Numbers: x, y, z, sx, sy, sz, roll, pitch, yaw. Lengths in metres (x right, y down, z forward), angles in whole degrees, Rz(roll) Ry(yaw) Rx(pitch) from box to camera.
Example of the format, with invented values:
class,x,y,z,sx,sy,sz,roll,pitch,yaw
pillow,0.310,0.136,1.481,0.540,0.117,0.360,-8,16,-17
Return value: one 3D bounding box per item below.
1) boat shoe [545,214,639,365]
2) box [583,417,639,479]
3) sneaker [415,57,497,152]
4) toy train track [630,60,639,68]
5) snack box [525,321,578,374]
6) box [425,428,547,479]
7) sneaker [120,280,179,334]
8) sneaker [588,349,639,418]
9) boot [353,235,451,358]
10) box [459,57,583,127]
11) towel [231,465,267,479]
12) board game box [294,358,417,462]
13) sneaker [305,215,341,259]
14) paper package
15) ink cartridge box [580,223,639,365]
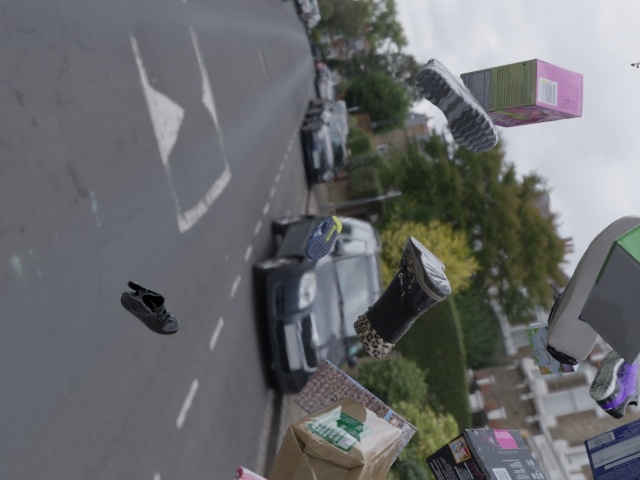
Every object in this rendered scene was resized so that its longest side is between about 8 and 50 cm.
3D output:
class,x,y,z,sx,sy,sz,roll,pitch,yaw
boat shoe,0.572,0.085,1.594,0.341,0.127,0.158,-62,176,19
box,0.604,0.446,1.502,0.037,0.136,0.225,58,19,-10
sneaker,0.351,-0.341,1.885,0.281,0.105,0.115,48,40,-22
toy train track,0.749,-0.399,1.730,0.048,0.083,0.014,-57,142,-64
snack box,0.631,0.293,2.081,0.037,0.100,0.141,-31,102,-49
box,0.395,0.551,1.791,0.247,0.142,0.163,15,39,-45
sneaker,-0.332,0.137,1.515,0.170,0.089,0.051,40,57,-31
sneaker,0.959,0.453,2.422,0.146,0.293,0.102,50,-38,-3
boot,0.224,0.156,2.163,0.138,0.284,0.377,37,15,-14
box,0.524,-0.380,1.999,0.213,0.242,0.118,3,89,-41
towel,-0.195,0.654,1.829,0.144,0.029,0.197,42,71,-40
board game box,0.101,0.476,2.074,0.232,0.141,0.291,33,-8,31
sneaker,0.000,0.000,1.917,0.053,0.059,0.144,54,49,-19
paper package,0.012,0.502,1.533,0.310,0.168,0.325,-69,160,5
ink cartridge box,0.427,0.024,0.881,0.093,0.219,0.160,52,-19,31
